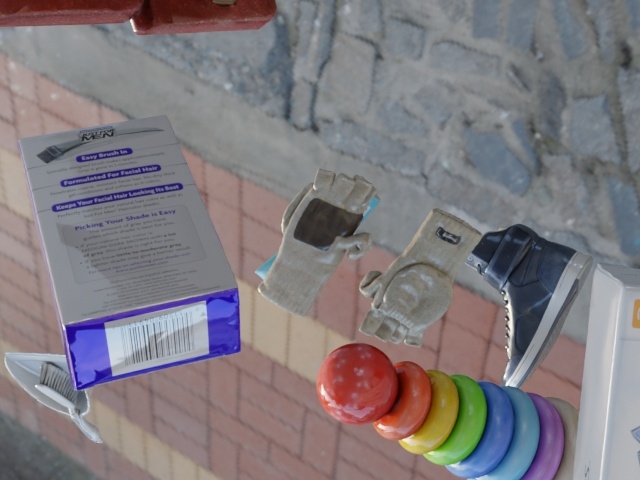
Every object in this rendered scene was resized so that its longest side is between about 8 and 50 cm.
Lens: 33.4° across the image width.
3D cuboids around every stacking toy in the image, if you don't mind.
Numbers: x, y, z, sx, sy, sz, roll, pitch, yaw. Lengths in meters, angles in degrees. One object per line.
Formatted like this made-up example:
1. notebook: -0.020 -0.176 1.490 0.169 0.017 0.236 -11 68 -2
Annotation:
1. stacking toy: 0.141 0.204 1.208 0.330 0.141 0.141 22 146 -25

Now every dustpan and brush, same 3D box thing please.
1. dustpan and brush: -0.403 0.257 1.714 0.147 0.060 0.211 -1 146 30

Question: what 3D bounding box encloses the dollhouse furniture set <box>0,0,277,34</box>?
1. dollhouse furniture set: -0.081 -0.295 0.458 0.201 0.152 0.374 -33 69 49

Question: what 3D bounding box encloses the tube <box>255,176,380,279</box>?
1. tube: 0.000 0.000 1.551 0.080 0.052 0.207 44 101 8

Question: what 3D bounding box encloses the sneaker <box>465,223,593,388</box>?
1. sneaker: 0.260 0.086 1.490 0.163 0.086 0.226 28 108 20

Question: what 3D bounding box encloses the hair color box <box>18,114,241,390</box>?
1. hair color box: -0.224 0.000 1.216 0.339 0.185 0.110 -117 22 -44

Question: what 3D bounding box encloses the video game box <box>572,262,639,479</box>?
1. video game box: 0.207 0.118 0.473 0.187 0.048 0.205 3 99 0

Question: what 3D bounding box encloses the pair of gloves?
1. pair of gloves: 0.059 0.024 1.360 0.240 0.042 0.204 21 112 -4
